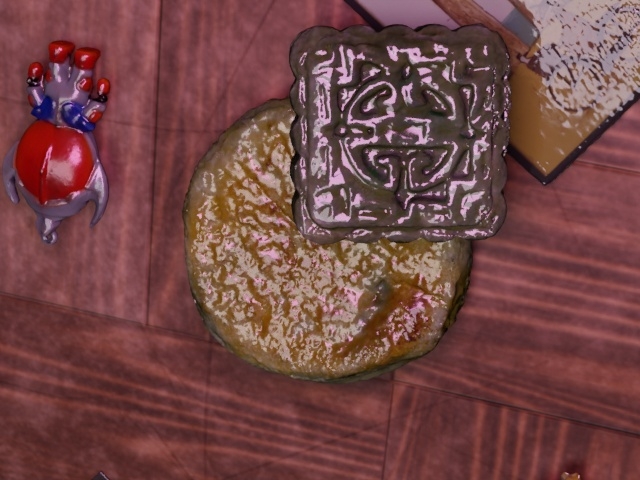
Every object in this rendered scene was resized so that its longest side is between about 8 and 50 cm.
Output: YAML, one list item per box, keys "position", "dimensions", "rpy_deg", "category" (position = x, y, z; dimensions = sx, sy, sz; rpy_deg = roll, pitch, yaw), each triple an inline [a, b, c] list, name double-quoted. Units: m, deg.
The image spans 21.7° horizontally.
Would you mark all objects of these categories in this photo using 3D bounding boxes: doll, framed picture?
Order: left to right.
- position: [-0.242, -0.087, 1.552]
  dimensions: [0.104, 0.062, 0.194]
  rpy_deg: [9, 108, -4]
  category: "doll"
- position: [0.151, -0.232, 1.383]
  dimensions: [0.324, 0.013, 0.244]
  rpy_deg: [42, 118, -3]
  category: "framed picture"

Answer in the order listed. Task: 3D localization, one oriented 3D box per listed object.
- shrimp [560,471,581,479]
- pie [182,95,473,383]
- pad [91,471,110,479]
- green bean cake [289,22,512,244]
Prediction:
- position: [0.254, 0.301, 1.557]
  dimensions: [0.166, 0.049, 0.161]
  rpy_deg: [26, 120, 5]
  category: "shrimp"
- position: [0.000, 0.000, 1.500]
  dimensions: [0.277, 0.078, 0.277]
  rpy_deg: [4, 105, 14]
  category: "pie"
- position: [-0.200, 0.341, 1.750]
  dimensions: [0.190, 0.004, 0.127]
  rpy_deg: [45, 118, -4]
  category: "pad"
- position: [0.066, -0.089, 1.383]
  dimensions: [0.185, 0.094, 0.183]
  rpy_deg: [0, 96, -1]
  category: "green bean cake"
